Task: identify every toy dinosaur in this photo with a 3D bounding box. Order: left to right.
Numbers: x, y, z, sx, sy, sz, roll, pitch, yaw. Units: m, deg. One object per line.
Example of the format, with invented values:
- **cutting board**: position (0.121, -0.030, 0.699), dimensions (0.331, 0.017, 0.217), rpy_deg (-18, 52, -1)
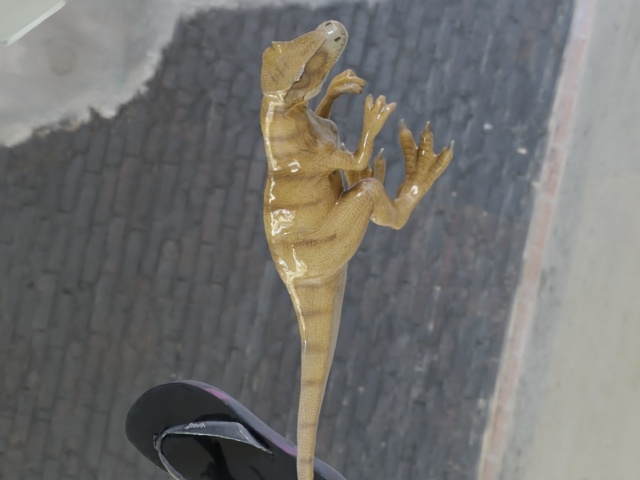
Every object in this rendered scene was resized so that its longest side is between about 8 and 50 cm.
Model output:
- **toy dinosaur**: position (0.000, 0.000, 0.463), dimensions (0.112, 0.064, 0.211), rpy_deg (-36, -47, -39)

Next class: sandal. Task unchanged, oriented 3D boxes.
- **sandal**: position (-0.084, 0.199, 1.001), dimensions (0.054, 0.254, 0.097), rpy_deg (-9, -67, -56)

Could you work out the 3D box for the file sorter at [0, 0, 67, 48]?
- **file sorter**: position (-0.142, -0.164, 0.341), dimensions (0.193, 0.173, 0.278), rpy_deg (-29, 8, 19)
